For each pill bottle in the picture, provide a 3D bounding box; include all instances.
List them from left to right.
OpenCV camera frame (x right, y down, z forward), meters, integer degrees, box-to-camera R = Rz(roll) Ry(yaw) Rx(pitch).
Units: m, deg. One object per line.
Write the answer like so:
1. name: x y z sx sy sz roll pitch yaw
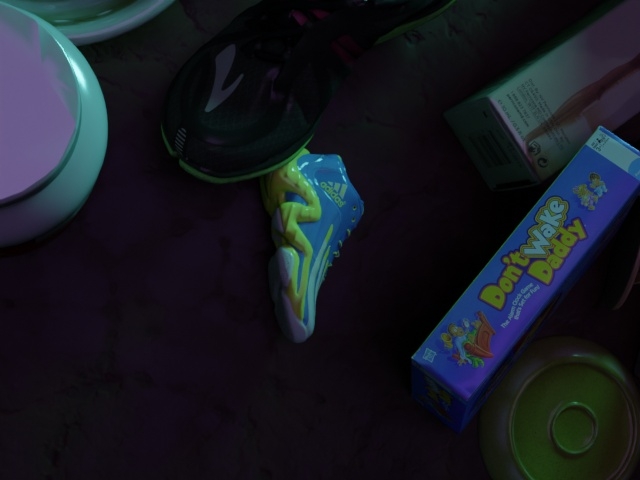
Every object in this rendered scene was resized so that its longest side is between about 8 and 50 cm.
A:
1. pill bottle: -0.328 -0.101 1.050 0.229 0.408 0.229 1 87 -14

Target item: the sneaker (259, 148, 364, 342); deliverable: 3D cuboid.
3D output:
1. sneaker: 0.000 0.000 1.293 0.126 0.091 0.240 -5 88 -15

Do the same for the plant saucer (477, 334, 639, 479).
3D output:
1. plant saucer: 0.323 0.243 1.391 0.241 0.037 0.241 1 88 -14

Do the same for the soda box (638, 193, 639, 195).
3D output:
1. soda box: 0.500 -0.063 1.388 0.216 0.069 0.074 21 70 -37

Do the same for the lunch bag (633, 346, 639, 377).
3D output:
1. lunch bag: 0.593 0.133 1.362 0.287 0.235 0.169 11 85 -14

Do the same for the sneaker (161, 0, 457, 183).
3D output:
1. sneaker: -0.004 -0.262 1.232 0.185 0.202 0.483 40 74 12

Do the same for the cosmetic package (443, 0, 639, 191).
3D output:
1. cosmetic package: 0.325 -0.196 1.356 0.296 0.153 0.129 -35 97 -12

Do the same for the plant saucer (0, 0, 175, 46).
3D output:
1. plant saucer: -0.309 -0.417 1.217 0.400 0.100 0.400 -1 95 -12

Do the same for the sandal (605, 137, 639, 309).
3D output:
1. sandal: 0.441 -0.017 1.408 0.079 0.088 0.240 14 79 -7

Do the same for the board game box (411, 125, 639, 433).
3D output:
1. board game box: 0.244 0.056 1.275 0.078 0.233 0.347 37 78 15
